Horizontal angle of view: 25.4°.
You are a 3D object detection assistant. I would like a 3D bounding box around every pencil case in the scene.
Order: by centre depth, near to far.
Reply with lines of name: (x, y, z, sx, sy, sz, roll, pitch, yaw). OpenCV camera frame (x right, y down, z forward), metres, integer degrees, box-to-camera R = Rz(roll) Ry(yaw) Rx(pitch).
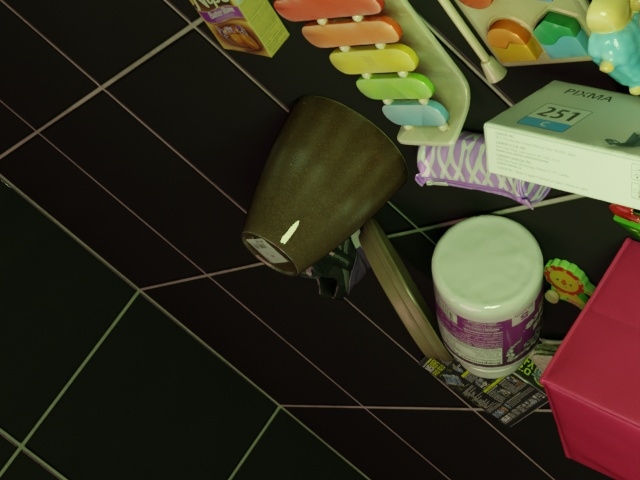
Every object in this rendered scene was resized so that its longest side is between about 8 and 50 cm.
pencil case: (0.221, -0.101, 1.940, 0.206, 0.088, 0.086, 12, 152, 46)

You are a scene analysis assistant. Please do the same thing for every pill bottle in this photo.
pill bottle: (0.263, 0.100, 2.208, 0.169, 0.169, 0.301, 28, 159, 21)

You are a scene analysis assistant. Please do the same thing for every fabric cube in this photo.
fabric cube: (0.486, 0.198, 1.938, 0.258, 0.259, 0.254, 23, 158, 30)

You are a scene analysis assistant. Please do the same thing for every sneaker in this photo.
sneaker: (0.000, 0.000, 2.469, 0.107, 0.124, 0.283, 16, 152, 42)

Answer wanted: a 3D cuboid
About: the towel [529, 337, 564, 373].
towel: (0.485, 0.237, 2.341, 0.282, 0.049, 0.187, 7, 147, 51)

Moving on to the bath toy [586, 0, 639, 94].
bath toy: (0.429, -0.185, 1.363, 0.348, 0.129, 0.151, 21, 177, 38)

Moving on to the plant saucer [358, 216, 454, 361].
plant saucer: (0.137, 0.085, 2.350, 0.278, 0.041, 0.278, 58, -175, -9)

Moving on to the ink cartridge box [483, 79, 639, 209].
ink cartridge box: (0.366, -0.115, 1.502, 0.296, 0.261, 0.066, 18, 126, 39)

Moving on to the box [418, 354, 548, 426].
box: (0.308, 0.234, 2.600, 0.216, 0.060, 0.270, 35, 160, 4)

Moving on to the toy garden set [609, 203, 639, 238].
toy garden set: (0.474, -0.009, 1.742, 0.244, 0.049, 0.204, 23, 178, 36)

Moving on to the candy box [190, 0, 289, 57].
candy box: (-0.135, -0.345, 2.013, 0.109, 0.053, 0.186, 17, 152, 43)

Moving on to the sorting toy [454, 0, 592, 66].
sorting toy: (0.225, -0.267, 1.627, 0.208, 0.038, 0.193, 9, 148, 51)

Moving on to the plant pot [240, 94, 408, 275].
plant pot: (-0.017, -0.067, 2.189, 0.215, 0.230, 0.215, 31, 160, 13)

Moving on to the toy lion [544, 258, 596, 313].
toy lion: (0.383, 0.070, 2.155, 0.100, 0.034, 0.096, 29, 152, 17)

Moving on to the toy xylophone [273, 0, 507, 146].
toy xylophone: (0.091, -0.253, 1.815, 0.323, 0.081, 0.236, 44, 158, -23)
